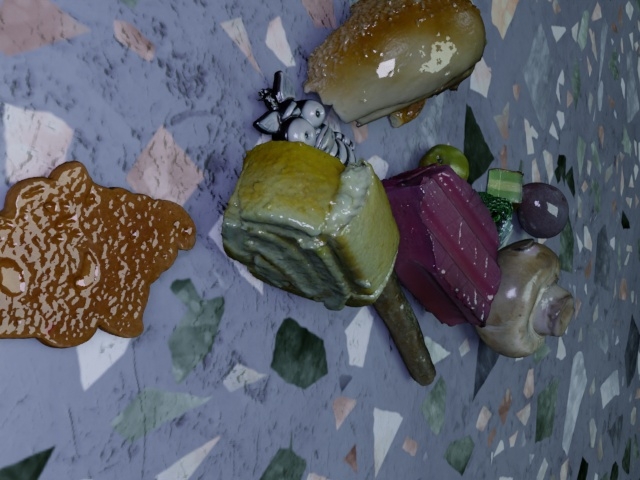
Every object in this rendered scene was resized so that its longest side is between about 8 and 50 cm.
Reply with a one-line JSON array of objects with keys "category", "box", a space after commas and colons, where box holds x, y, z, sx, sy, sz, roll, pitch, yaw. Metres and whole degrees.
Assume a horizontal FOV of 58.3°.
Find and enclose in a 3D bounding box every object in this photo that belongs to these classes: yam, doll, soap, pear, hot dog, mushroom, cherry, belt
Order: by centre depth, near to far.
[{"category": "doll", "box": [-0.006, -0.128, 0.771, 0.219, 0.067, 0.091, 39, 67, -40]}, {"category": "yam", "box": [0.132, 0.134, 0.937, 0.061, 0.061, 0.274, -52, 129, -34]}, {"category": "soap", "box": [0.195, -0.004, 0.949, 0.289, 0.112, 0.182, 46, 53, -33]}, {"category": "hot dog", "box": [0.161, -0.237, 0.984, 0.137, 0.028, 0.044, -49, 132, -37]}, {"category": "pear", "box": [0.216, -0.123, 1.006, 0.097, 0.092, 0.092, 1, 91, -49]}, {"category": "belt", "box": [0.310, -0.033, 1.127, 0.151, 0.079, 0.121, -32, 125, -31]}, {"category": "mushroom", "box": [0.405, 0.114, 1.154, 0.254, 0.184, 0.255, -24, 128, -35]}, {"category": "cherry", "box": [0.511, -0.098, 1.334, 0.148, 0.115, 0.188, 25, 58, -12]}]

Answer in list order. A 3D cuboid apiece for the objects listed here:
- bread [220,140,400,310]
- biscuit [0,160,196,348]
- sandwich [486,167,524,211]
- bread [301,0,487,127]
[{"category": "bread", "box": [0.000, 0.000, 0.696, 0.257, 0.185, 0.124, 50, 52, -46]}, {"category": "biscuit", "box": [-0.238, 0.021, 0.536, 0.280, 0.043, 0.183, -21, 103, -41]}, {"category": "sandwich", "box": [0.400, -0.107, 1.271, 0.116, 0.074, 0.074, 53, 46, -76]}, {"category": "bread", "box": [0.128, -0.280, 0.821, 0.314, 0.192, 0.171, -37, 112, -41]}]
